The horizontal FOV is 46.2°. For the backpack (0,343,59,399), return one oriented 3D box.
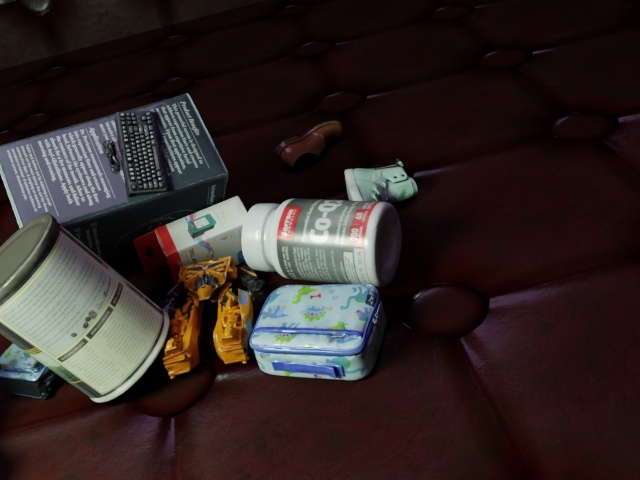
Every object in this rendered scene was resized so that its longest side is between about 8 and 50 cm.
[{"bbox_3d":[-0.526,0.224,1.388,0.104,0.084,0.114,2,34,19],"label":"backpack"}]

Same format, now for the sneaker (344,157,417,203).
[{"bbox_3d":[0.139,-0.092,1.600,0.151,0.094,0.256,-10,35,1],"label":"sneaker"}]

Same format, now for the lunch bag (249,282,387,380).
[{"bbox_3d":[-0.002,0.156,1.292,0.218,0.090,0.176,0,39,23],"label":"lunch bag"}]

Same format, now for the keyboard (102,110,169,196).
[{"bbox_3d":[-0.350,-0.166,1.406,0.108,0.023,0.180,-9,65,-15],"label":"keyboard"}]

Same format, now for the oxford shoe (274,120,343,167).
[{"bbox_3d":[-0.015,-0.241,1.919,0.212,0.076,0.076,-32,67,-29],"label":"oxford shoe"}]

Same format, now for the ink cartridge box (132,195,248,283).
[{"bbox_3d":[-0.252,0.014,1.538,0.230,0.134,0.078,-24,58,-13],"label":"ink cartridge box"}]

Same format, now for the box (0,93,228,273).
[{"bbox_3d":[-0.414,-0.088,1.533,0.395,0.293,0.212,-20,69,-20],"label":"box"}]

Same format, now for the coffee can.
[{"bbox_3d":[-0.425,0.118,1.279,0.201,0.275,0.202,-31,31,21],"label":"coffee can"}]

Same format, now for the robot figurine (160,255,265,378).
[{"bbox_3d":[-0.209,0.128,1.409,0.210,0.085,0.291,-12,33,1],"label":"robot figurine"}]

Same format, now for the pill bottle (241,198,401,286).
[{"bbox_3d":[0.000,0.000,1.452,0.283,0.161,0.161,3,37,25],"label":"pill bottle"}]
